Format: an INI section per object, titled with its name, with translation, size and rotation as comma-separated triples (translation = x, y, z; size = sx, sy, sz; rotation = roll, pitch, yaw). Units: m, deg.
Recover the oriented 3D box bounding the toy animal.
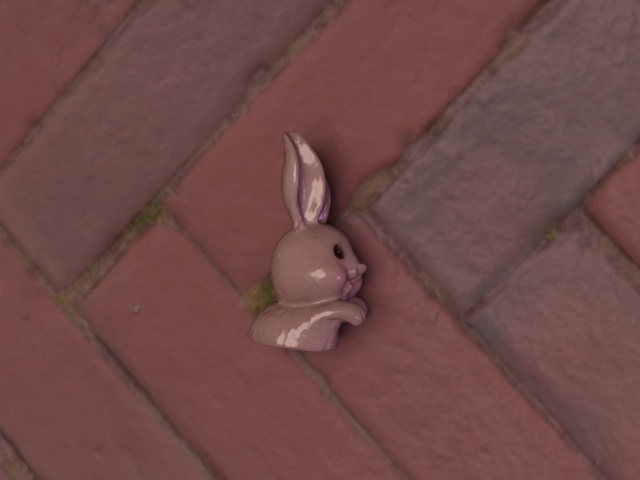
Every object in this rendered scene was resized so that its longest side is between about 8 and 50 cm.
[toy animal]
translation = 0.000, 0.002, 1.771
size = 0.130, 0.103, 0.221
rotation = 9, 93, 21
